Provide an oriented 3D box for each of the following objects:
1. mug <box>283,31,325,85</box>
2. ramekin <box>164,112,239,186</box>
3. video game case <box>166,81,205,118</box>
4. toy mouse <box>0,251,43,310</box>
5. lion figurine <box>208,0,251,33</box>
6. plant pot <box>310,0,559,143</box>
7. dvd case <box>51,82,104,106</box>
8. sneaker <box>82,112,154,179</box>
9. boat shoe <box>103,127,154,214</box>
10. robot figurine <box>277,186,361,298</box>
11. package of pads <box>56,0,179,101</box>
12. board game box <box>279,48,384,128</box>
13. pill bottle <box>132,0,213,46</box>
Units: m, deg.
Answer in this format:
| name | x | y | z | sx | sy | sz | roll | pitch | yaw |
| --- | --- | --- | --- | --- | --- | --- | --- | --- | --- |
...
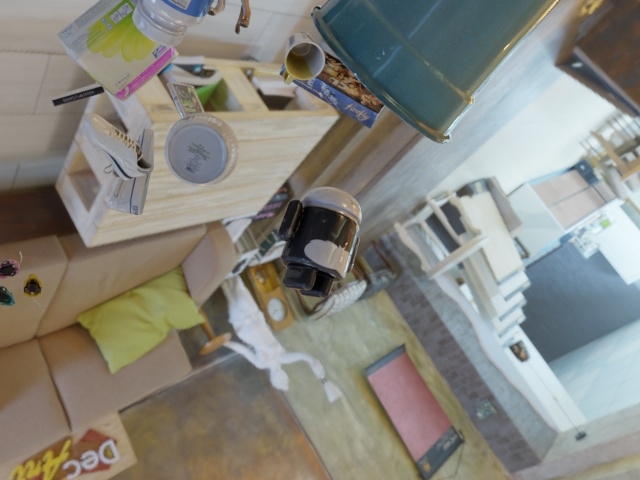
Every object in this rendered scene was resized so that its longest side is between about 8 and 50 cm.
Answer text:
| name | x | y | z | sx | sy | sz | roll | pitch | yaw |
| --- | --- | --- | --- | --- | --- | --- | --- | --- | --- |
| mug | -0.035 | -0.292 | 0.820 | 0.078 | 0.064 | 0.062 | -23 | 133 | 11 |
| ramekin | -0.330 | -0.245 | 1.441 | 0.207 | 0.207 | 0.109 | -34 | -163 | 5 |
| video game case | -0.411 | -0.415 | 1.664 | 0.022 | 0.173 | 0.190 | -21 | -171 | 11 |
| toy mouse | -0.726 | 0.095 | 1.208 | 0.143 | 0.031 | 0.161 | -2 | 117 | -23 |
| lion figurine | -0.295 | -0.816 | 1.529 | 0.142 | 0.240 | 0.392 | 9 | 169 | 15 |
| plant pot | 0.217 | -0.403 | 0.878 | 0.334 | 0.341 | 0.341 | -45 | 162 | 26 |
| dvd case | -0.905 | -0.545 | 1.944 | 0.179 | 0.030 | 0.238 | -24 | -154 | -18 |
| sneaker | -0.573 | -0.274 | 1.484 | 0.094 | 0.090 | 0.235 | -8 | 142 | 21 |
| boat shoe | -0.676 | -0.251 | 1.820 | 0.156 | 0.367 | 0.136 | 6 | 150 | -11 |
| robot figurine | 0.000 | 0.001 | 1.311 | 0.209 | 0.173 | 0.278 | 69 | 37 | -71 |
| package of pads | -0.523 | -0.510 | 1.373 | 0.229 | 0.101 | 0.296 | -41 | 175 | -4 |
| board game box | 0.043 | -0.370 | 1.231 | 0.042 | 0.243 | 0.165 | -59 | 180 | 39 |
| pill bottle | -0.230 | -0.444 | 0.875 | 0.124 | 0.124 | 0.221 | -16 | 157 | -51 |
